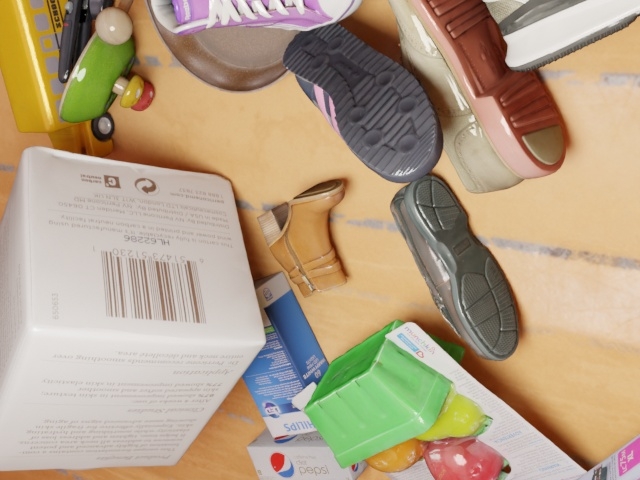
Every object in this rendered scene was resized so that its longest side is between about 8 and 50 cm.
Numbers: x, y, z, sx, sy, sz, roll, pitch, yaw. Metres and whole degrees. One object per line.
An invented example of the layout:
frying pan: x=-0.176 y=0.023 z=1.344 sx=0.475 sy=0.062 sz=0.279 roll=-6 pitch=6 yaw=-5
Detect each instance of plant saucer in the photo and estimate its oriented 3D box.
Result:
plant saucer: x=-0.123 y=-0.364 z=1.110 sx=0.310 sy=0.050 sz=0.311 roll=15 pitch=121 yaw=28

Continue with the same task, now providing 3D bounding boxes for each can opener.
can opener: x=-0.383 y=-0.338 z=1.260 sx=0.073 sy=0.059 sz=0.186 roll=19 pitch=92 yaw=42

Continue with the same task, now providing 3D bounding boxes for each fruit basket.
fruit basket: x=0.171 y=0.281 z=1.177 sx=0.353 sy=0.165 sz=0.327 roll=35 pitch=139 yaw=-11

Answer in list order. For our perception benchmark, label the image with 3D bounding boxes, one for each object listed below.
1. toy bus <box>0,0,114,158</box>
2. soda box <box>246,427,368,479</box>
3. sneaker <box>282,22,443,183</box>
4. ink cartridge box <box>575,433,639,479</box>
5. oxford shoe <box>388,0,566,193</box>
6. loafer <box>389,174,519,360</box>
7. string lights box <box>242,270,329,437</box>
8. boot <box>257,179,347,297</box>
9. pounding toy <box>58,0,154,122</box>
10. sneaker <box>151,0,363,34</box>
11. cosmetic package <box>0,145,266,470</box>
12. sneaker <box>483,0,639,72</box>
toy bus: x=-0.451 y=-0.290 z=1.320 sx=0.108 sy=0.130 sz=0.333 roll=6 pitch=115 yaw=33
soda box: x=-0.022 y=0.372 z=1.386 sx=0.216 sy=0.069 sz=0.074 roll=-12 pitch=104 yaw=37
sneaker: x=0.070 y=-0.155 z=0.965 sx=0.112 sy=0.131 sz=0.319 roll=-39 pitch=45 yaw=8
ink cartridge box: x=0.414 y=0.382 z=1.060 sx=0.185 sy=0.065 sz=0.311 roll=30 pitch=131 yaw=-5
oxford shoe: x=0.130 y=-0.229 z=0.946 sx=0.146 sy=0.140 sz=0.397 roll=-27 pitch=93 yaw=49
loafer: x=0.180 y=0.040 z=1.084 sx=0.084 sy=0.096 sz=0.268 roll=-27 pitch=88 yaw=60
string lights box: x=-0.072 y=0.194 z=1.328 sx=0.133 sy=0.076 sz=0.260 roll=-19 pitch=100 yaw=40
boot: x=0.000 y=0.000 z=1.190 sx=0.197 sy=0.073 sz=0.152 roll=-24 pitch=96 yaw=52
pounding toy: x=-0.303 y=-0.263 z=1.230 sx=0.110 sy=0.183 sz=0.237 roll=28 pitch=126 yaw=-11
sneaker: x=-0.089 y=-0.291 z=0.968 sx=0.282 sy=0.161 sz=0.102 roll=6 pitch=117 yaw=39
cosmetic package: x=-0.332 y=0.123 z=1.234 sx=0.394 sy=0.329 sz=0.327 roll=-54 pitch=41 yaw=39
sneaker: x=0.315 y=-0.355 z=0.730 sx=0.447 sy=0.169 sz=0.258 roll=-21 pitch=101 yaw=42
